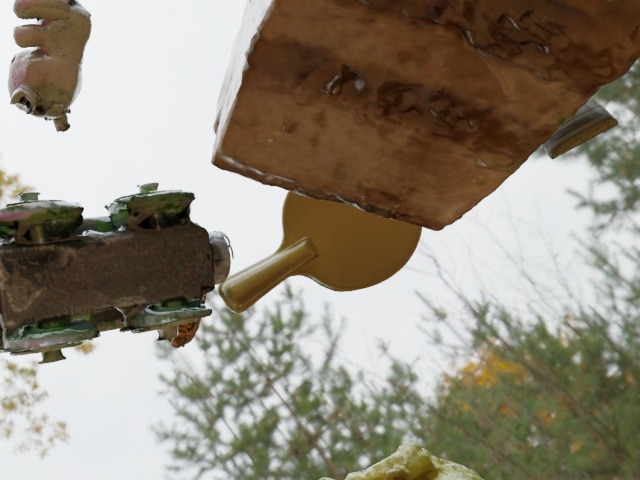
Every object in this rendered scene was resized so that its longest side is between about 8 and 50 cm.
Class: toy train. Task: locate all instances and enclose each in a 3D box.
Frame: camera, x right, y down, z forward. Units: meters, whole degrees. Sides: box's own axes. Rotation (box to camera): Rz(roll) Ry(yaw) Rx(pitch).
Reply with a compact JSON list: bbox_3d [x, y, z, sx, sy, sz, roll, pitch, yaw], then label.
[{"bbox_3d":[-0.269,0.038,0.995,0.307,0.174,0.249,-8,-3,-35],"label":"toy train"}]

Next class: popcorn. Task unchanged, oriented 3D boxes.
[{"bbox_3d":[0.087,0.276,0.855,0.197,0.156,0.198,-3,-40,-3],"label":"popcorn"}]

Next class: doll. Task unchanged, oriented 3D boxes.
[{"bbox_3d":[-0.370,-0.246,1.223,0.149,0.095,0.192,-64,-14,-86],"label":"doll"}]

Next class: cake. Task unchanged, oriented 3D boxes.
[{"bbox_3d":[0.048,-0.126,0.556,0.198,0.196,0.293,16,-34,-13],"label":"cake"}]

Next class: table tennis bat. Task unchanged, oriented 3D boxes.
[{"bbox_3d":[0.000,0.000,1.253,0.320,0.198,0.050,-32,9,-10],"label":"table tennis bat"}]

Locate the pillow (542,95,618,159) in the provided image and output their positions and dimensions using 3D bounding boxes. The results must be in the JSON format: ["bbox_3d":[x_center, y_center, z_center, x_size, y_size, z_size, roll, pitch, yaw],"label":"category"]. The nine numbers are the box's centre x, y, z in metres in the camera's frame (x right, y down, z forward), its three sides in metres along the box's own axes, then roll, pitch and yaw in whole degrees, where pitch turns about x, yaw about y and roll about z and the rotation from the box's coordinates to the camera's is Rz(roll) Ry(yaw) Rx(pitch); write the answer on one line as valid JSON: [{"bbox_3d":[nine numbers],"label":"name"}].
[{"bbox_3d":[0.345,-0.217,1.341,0.113,0.203,0.038,-28,-34,5],"label":"pillow"}]

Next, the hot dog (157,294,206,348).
[{"bbox_3d":[-0.202,0.069,1.348,0.072,0.188,0.055,17,-21,-28],"label":"hot dog"}]
